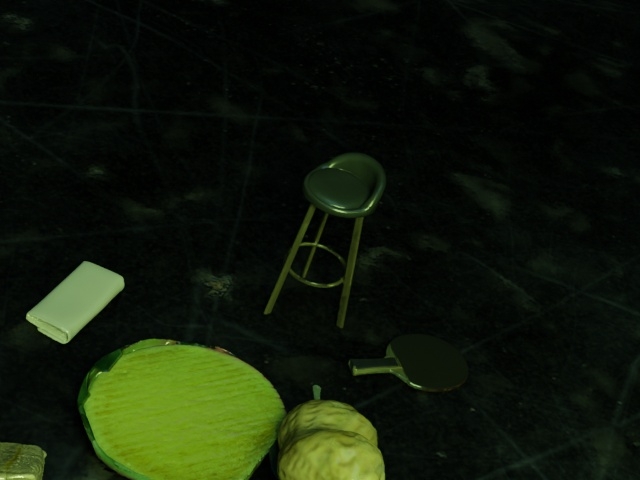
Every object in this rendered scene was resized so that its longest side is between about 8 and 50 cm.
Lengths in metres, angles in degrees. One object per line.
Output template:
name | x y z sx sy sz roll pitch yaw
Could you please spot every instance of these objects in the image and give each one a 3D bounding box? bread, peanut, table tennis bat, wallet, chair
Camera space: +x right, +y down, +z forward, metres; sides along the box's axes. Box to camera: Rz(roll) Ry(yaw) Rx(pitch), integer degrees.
bread | -0.150 0.191 1.423 0.228 0.033 0.228 11 36 -8
peanut | 0.008 0.220 1.333 0.098 0.103 0.229 35 6 -8
table tennis bat | 0.107 0.149 1.595 0.158 0.014 0.095 -1 42 -26
bread | -0.305 0.214 1.254 0.077 0.105 0.152 4 31 -8
wallet | -0.283 0.070 1.526 0.061 0.025 0.122 28 39 10
chair | 0.001 0.000 1.572 0.095 0.221 0.104 -9 44 -37

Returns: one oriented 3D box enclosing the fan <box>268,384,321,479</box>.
fan | -0.002 0.224 1.462 0.113 0.005 0.175 10 38 -10
